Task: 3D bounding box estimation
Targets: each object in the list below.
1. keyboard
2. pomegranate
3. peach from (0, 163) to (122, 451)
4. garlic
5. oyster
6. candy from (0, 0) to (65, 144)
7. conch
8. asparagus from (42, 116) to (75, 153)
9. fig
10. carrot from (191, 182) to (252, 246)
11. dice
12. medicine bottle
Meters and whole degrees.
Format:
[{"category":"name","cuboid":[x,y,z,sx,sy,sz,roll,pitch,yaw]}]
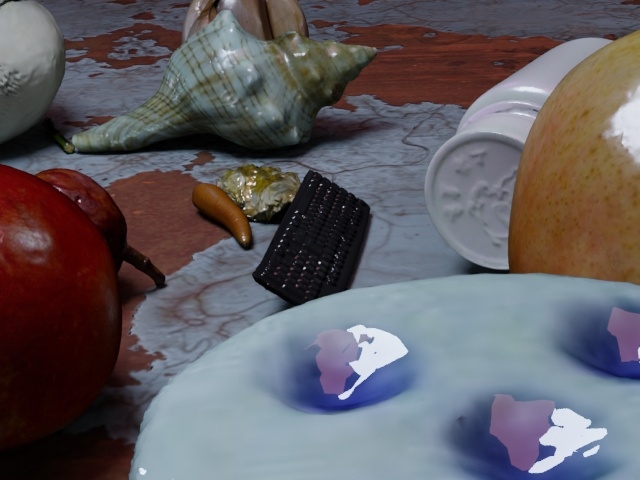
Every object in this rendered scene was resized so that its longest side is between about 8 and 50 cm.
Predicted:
[{"category":"keyboard","cuboid":[0.000,0.000,1.054,0.087,0.017,0.250,31,27,-3]},{"category":"pomegranate","cuboid":[0.270,-0.005,0.725,0.319,0.319,0.319,-2,25,1]},{"category":"peach","cuboid":[-0.263,0.052,0.797,0.243,0.199,0.243,-8,32,5]},{"category":"garlic","cuboid":[-0.126,-0.284,1.568,0.214,0.191,0.160,-37,15,-33]},{"category":"oyster","cuboid":[-0.062,-0.055,1.202,0.122,0.045,0.146,-5,25,19]},{"category":"candy","cuboid":[-0.456,-0.207,1.392,0.295,0.185,0.295,-21,24,10]},{"category":"conch","cuboid":[-0.121,-0.201,1.366,0.386,0.169,0.203,0,17,6]},{"category":"asparagus","cuboid":[-0.346,-0.139,1.430,0.018,0.015,0.127,-5,24,-27]},{"category":"fig","cuboid":[-0.230,0.011,0.994,0.128,0.150,0.128,-40,0,0]},{"category":"carrot","cuboid":[-0.102,-0.030,1.152,0.035,0.035,0.142,-16,32,-25]},{"category":"dice","cuboid":[0.070,0.182,0.401,0.262,0.268,0.264,-5,26,-3]},{"category":"medicine bottle","cuboid":[0.228,-0.090,1.081,0.170,0.170,0.293,12,28,29]}]
